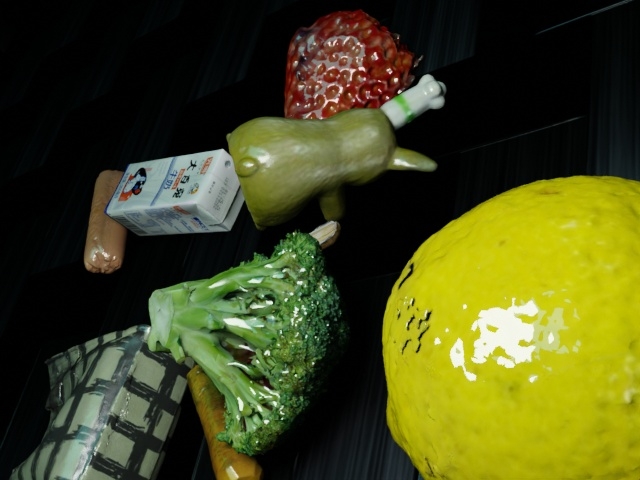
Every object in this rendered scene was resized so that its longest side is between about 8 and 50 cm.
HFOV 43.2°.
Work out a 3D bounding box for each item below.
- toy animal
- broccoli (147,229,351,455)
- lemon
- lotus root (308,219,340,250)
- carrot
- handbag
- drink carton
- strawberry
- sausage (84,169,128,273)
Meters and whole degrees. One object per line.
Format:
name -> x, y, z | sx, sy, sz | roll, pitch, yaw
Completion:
toy animal -> 0.031, -0.134, 1.285 | 0.180, 0.362, 0.181 | 131, 125, -71
broccoli -> -0.093, 0.134, 1.111 | 0.308, 0.275, 0.308 | -18, 68, 55
lemon -> 0.241, 0.109, 0.733 | 0.387, 0.350, 0.350 | -23, 44, 17
lotus root -> 0.001, 0.001, 1.308 | 0.083, 0.030, 0.037 | -29, 48, 26
carrot -> -0.146, 0.273, 1.192 | 0.070, 0.070, 0.260 | -45, 37, 6
handbag -> -0.383, 0.318, 1.329 | 0.327, 0.162, 0.325 | -19, 43, 44
drink carton -> -0.286, -0.090, 1.606 | 0.315, 0.106, 0.131 | -2, 59, 44
strawberry -> 0.008, -0.302, 1.461 | 0.280, 0.150, 0.253 | -45, 40, 2
sausage -> -0.459, -0.045, 1.757 | 0.086, 0.086, 0.289 | -31, 41, 23
